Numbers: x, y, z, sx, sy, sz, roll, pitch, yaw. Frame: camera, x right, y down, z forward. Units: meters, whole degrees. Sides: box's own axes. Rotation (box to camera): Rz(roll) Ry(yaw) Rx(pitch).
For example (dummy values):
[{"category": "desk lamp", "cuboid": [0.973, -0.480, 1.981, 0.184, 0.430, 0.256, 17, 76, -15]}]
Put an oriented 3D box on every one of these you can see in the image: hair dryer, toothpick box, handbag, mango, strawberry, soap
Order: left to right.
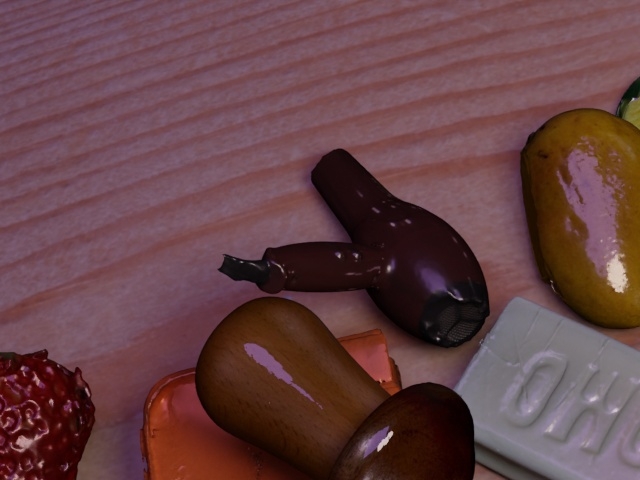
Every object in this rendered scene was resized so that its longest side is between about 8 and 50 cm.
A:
[{"category": "strawberry", "cuboid": [-0.341, 0.252, 1.958, 0.205, 0.205, 0.244, -14, 67, 6]}, {"category": "handbag", "cuboid": [-0.023, 0.310, 1.877, 0.303, 0.116, 0.410, -13, 57, 5]}, {"category": "hair dryer", "cuboid": [0.000, 0.000, 1.962, 0.312, 0.340, 0.123, 47, 122, 38]}, {"category": "toothpick box", "cuboid": [0.018, 0.184, 1.782, 0.192, 0.192, 0.294, -45, 55, -14]}, {"category": "mango", "cuboid": [0.308, -0.024, 1.985, 0.167, 0.130, 0.262, -9, 70, 14]}, {"category": "soap", "cuboid": [0.292, 0.196, 1.876, 0.289, 0.095, 0.173, 26, 70, 26]}]

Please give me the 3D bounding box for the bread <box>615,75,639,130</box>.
[{"category": "bread", "cuboid": [0.453, -0.127, 2.067, 0.228, 0.033, 0.228, -7, 56, 10]}]
